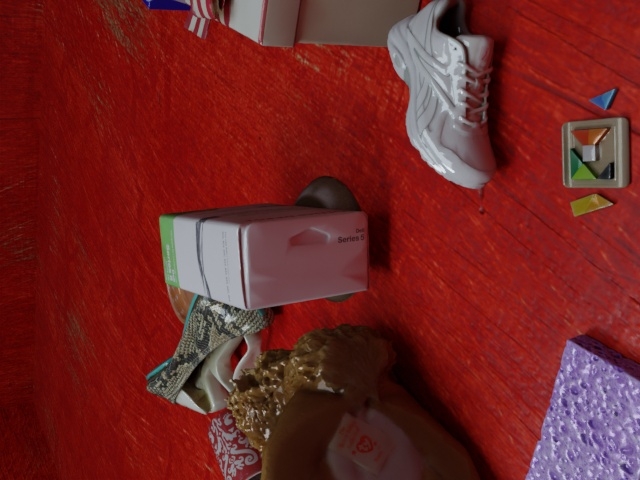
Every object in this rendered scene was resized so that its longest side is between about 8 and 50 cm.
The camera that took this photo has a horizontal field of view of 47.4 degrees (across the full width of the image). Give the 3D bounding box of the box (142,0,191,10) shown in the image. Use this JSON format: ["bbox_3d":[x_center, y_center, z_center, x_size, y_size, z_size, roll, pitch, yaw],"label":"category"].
[{"bbox_3d":[-0.263,-0.504,1.352,0.072,0.126,0.137,54,138,35],"label":"box"}]

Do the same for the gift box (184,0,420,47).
[{"bbox_3d":[-0.040,-0.371,0.910,0.276,0.258,0.255,34,123,49],"label":"gift box"}]

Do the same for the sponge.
[{"bbox_3d":[0.279,0.213,0.741,0.117,0.031,0.210,35,125,49],"label":"sponge"}]

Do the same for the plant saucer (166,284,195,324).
[{"bbox_3d":[-0.287,0.085,1.593,0.200,0.037,0.200,19,113,55],"label":"plant saucer"}]

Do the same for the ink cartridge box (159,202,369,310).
[{"bbox_3d":[-0.087,0.013,1.047,0.273,0.198,0.114,9,104,57],"label":"ink cartridge box"}]

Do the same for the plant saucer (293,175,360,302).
[{"bbox_3d":[0.000,0.000,1.129,0.199,0.036,0.198,16,109,56],"label":"plant saucer"}]

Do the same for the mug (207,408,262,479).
[{"bbox_3d":[-0.153,0.418,1.373,0.150,0.113,0.169,-52,43,12],"label":"mug"}]

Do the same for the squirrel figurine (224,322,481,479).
[{"bbox_3d":[0.012,0.330,1.030,0.370,0.281,0.397,108,155,-50],"label":"squirrel figurine"}]

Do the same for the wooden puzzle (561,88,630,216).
[{"bbox_3d":[0.267,-0.084,0.714,0.078,0.014,0.116,-6,91,57],"label":"wooden puzzle"}]

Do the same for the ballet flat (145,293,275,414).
[{"bbox_3d":[-0.217,0.236,1.428,0.182,0.164,0.483,50,137,11],"label":"ballet flat"}]

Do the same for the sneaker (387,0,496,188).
[{"bbox_3d":[0.151,-0.173,0.812,0.115,0.090,0.232,-36,67,50],"label":"sneaker"}]
